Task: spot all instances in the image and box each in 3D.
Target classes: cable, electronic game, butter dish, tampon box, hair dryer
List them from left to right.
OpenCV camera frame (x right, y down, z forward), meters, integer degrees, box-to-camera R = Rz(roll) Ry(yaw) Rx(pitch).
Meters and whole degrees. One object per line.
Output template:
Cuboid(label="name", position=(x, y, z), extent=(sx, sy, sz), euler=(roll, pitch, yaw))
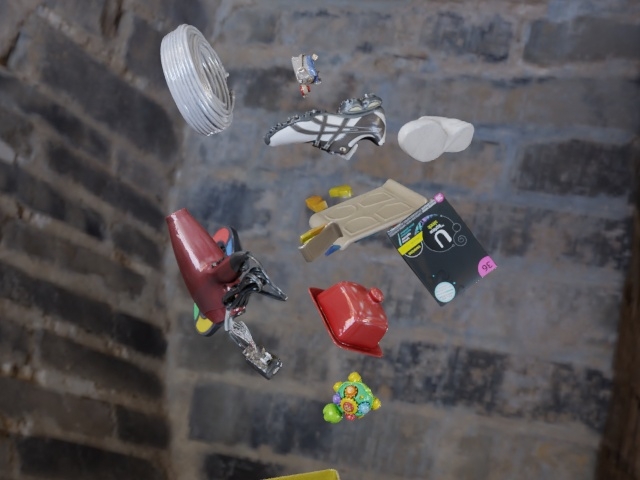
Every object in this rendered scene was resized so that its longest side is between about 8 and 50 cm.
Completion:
Cuboid(label="cable", position=(-0.281, -0.366, 2.197), extent=(0.089, 0.257, 0.257), euler=(-19, 129, 10))
Cuboid(label="electronic game", position=(-0.210, 0.081, 1.936), extent=(0.048, 0.229, 0.229), euler=(13, 168, -21))
Cuboid(label="hair dryer", position=(-0.135, 0.047, 1.432), extent=(0.293, 0.080, 0.223), euler=(39, 139, 33))
Cuboid(label="butter dish", position=(0.079, 0.139, 1.936), extent=(0.160, 0.160, 0.118), euler=(19, 126, -46))
Cuboid(label="tampon box", position=(0.208, 0.016, 1.673), extent=(0.161, 0.120, 0.101), euler=(52, -176, 3))

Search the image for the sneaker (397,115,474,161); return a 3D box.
Cuboid(label="sneaker", position=(0.196, -0.202, 1.814), extent=(0.094, 0.080, 0.212), euler=(32, -155, 33))

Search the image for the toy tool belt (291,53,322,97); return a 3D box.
Cuboid(label="toy tool belt", position=(-0.020, -0.309, 1.781), extent=(0.051, 0.083, 0.052), euler=(-17, 151, 0))

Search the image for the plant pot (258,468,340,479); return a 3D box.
Cuboid(label="plant pot", position=(-0.045, 0.626, 2.022), extent=(0.212, 0.187, 0.212), euler=(-8, -167, -6))

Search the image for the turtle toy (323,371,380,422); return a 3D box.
Cuboid(label="turtle toy", position=(0.061, 0.351, 2.072), extent=(0.130, 0.066, 0.095), euler=(-37, 93, 34))

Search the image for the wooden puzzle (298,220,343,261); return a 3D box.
Cuboid(label="wooden puzzle", position=(0.000, 0.000, 1.506), extent=(0.014, 0.078, 0.116), euler=(51, 169, 23))

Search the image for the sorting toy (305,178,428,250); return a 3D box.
Cuboid(label="sorting toy", position=(0.091, -0.069, 2.239), extent=(0.307, 0.229, 0.041), euler=(38, 152, 62))

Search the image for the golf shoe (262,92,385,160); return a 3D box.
Cuboid(label="golf shoe", position=(0.010, -0.165, 1.519), extent=(0.198, 0.094, 0.077), euler=(-15, -173, 0))
